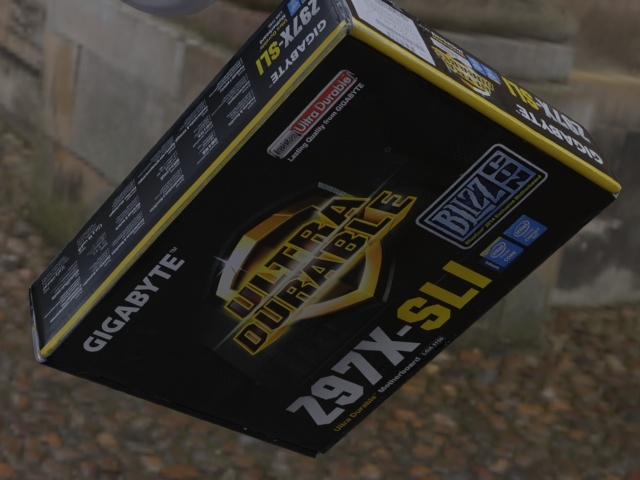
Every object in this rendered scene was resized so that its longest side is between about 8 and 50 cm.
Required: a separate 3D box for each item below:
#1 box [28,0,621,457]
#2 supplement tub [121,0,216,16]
[{"bbox_3d":[0.000,0.000,0.919,0.257,0.322,0.079,25,32,-37],"label":"box"},{"bbox_3d":[-0.073,-0.261,0.934,0.144,0.144,0.199,19,49,28],"label":"supplement tub"}]
